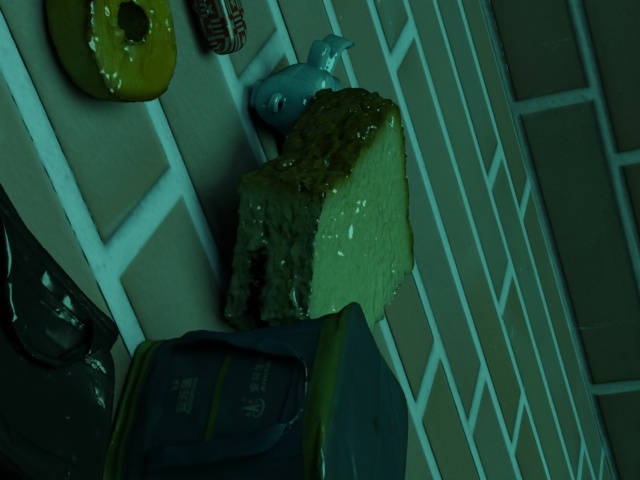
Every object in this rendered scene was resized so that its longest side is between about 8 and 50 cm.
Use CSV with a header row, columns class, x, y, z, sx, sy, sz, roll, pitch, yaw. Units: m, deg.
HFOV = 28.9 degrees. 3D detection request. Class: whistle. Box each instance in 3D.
class,x,y,z,sx,sy,sz,roll,pitch,yaw
whistle,-0.021,-0.189,1.683,0.274,0.093,0.186,-25,131,-71

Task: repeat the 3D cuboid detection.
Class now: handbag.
class,x,y,z,sx,sy,sz,roll,pitch,yaw
handbag,-0.249,0.090,0.976,0.275,0.088,0.244,58,26,-43
handbag,-0.056,0.202,1.198,0.222,0.241,0.263,59,27,-42

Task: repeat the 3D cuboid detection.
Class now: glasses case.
class,x,y,z,sx,sy,sz,roll,pitch,yaw
glasses case,-0.137,-0.319,1.492,0.073,0.049,0.194,-49,126,-66

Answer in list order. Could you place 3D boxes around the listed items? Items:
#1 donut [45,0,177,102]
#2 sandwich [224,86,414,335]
class,x,y,z,sx,sy,sz,roll,pitch,yaw
donut,-0.209,-0.214,1.242,0.178,0.066,0.162,13,74,-69
sandwich,0.000,0.000,1.497,0.325,0.131,0.262,-54,144,-50
